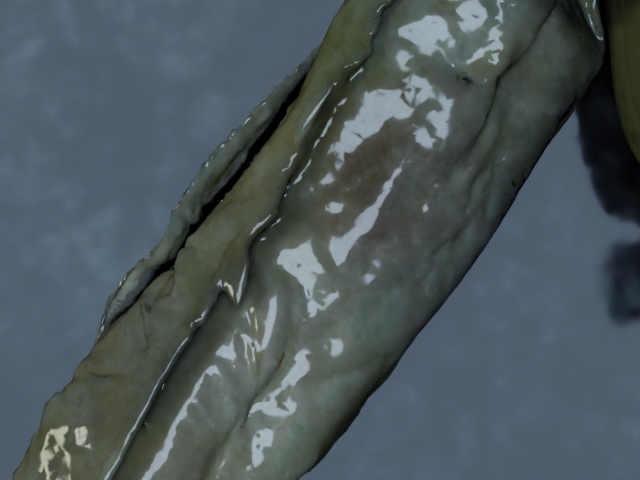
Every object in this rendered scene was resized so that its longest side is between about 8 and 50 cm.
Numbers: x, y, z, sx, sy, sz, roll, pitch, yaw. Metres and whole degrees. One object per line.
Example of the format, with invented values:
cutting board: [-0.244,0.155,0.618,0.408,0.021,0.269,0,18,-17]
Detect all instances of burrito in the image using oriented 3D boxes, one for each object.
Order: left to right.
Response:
burrito: [-0.001,0.000,0.400,0.058,0.045,0.188,40,84,-24]

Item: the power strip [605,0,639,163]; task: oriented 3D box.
power strip: [0.102,-0.164,0.404,0.092,0.066,0.387,-1,84,-8]
